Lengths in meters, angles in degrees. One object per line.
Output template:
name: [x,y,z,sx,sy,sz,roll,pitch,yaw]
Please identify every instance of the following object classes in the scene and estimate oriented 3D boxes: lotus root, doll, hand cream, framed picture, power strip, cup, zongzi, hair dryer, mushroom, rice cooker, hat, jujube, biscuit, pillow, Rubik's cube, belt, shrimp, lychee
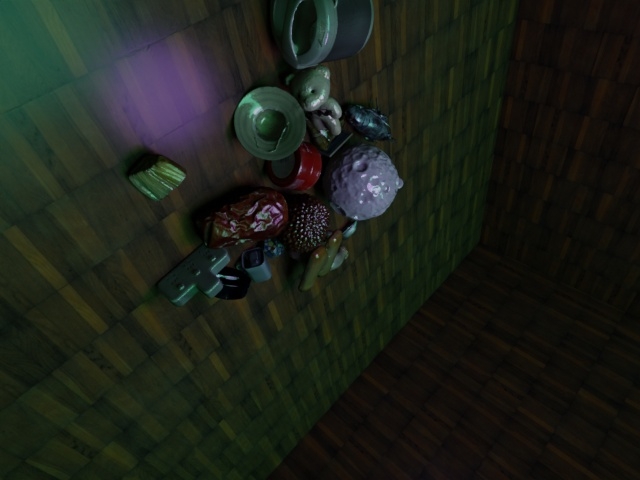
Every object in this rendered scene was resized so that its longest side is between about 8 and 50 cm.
lotus root: [-0.491,-0.204,1.333,0.159,0.096,0.135,-23,145,19]
doll: [-0.013,-0.478,1.573,0.278,0.175,0.150,53,35,-51]
hand cream: [-0.103,-0.288,1.665,0.125,0.193,0.193,0,116,-53]
framed picture: [0.049,-0.414,1.831,0.149,0.109,0.011,-47,142,-17]
power strip: [-0.430,0.128,1.564,0.265,0.193,0.059,-45,146,-21]
cup: [-0.280,0.109,1.833,0.128,0.095,0.130,-15,141,3]
zongzi: [0.018,-0.492,1.771,0.187,0.084,0.184,-54,137,-19]
hair dryer: [0.000,0.000,2.098,0.352,0.125,0.211,9,110,-61]
mushroom: [0.067,0.096,2.273,0.212,0.088,0.097,-29,108,-44]
rice cooker: [-0.004,-0.706,1.396,0.276,0.288,0.289,-29,136,-35]
hat: [-0.176,-0.404,1.541,0.252,0.251,0.110,-59,-172,0]
jujube: [-0.284,-0.077,1.599,0.341,0.216,0.217,-18,130,-27]
biscuit: [0.003,0.100,2.021,0.237,0.062,0.291,-41,159,-43]
pillow: [0.145,-0.048,2.281,0.136,0.091,0.055,-46,101,-15]
Rubik's cube: [-0.203,0.020,1.861,0.111,0.093,0.111,-35,141,-34]
belt: [-0.371,0.161,1.708,0.198,0.151,0.078,5,116,-43]
shrimp: [0.242,-0.530,1.955,0.372,0.137,0.172,4,129,-52]
lychee: [-0.070,-0.084,1.787,0.271,0.271,0.272,-32,138,-34]

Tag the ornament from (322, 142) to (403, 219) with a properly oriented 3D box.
ornament: [0.168,-0.247,1.912,0.337,0.337,0.337,-32,138,-34]
